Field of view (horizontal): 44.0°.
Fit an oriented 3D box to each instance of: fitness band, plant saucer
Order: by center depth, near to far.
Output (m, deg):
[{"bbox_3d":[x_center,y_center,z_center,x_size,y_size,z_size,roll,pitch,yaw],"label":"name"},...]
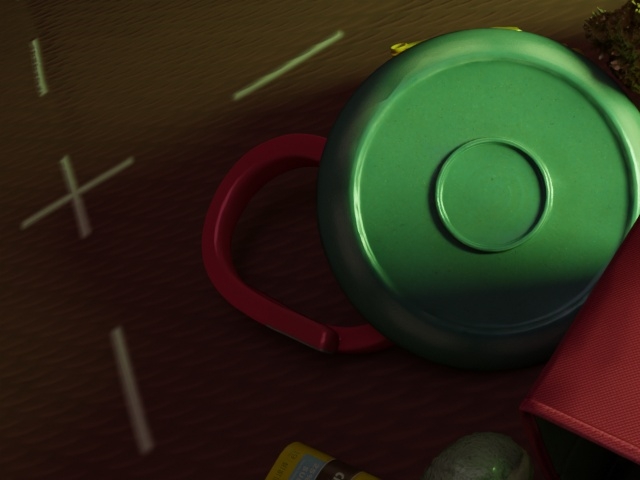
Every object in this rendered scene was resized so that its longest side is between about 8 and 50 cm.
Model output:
[{"bbox_3d":[0.152,-0.039,0.713,0.317,0.044,0.318,0,88,5],"label":"plant saucer"},{"bbox_3d":[0.000,0.000,0.829,0.290,0.054,0.209,23,85,34],"label":"fitness band"}]

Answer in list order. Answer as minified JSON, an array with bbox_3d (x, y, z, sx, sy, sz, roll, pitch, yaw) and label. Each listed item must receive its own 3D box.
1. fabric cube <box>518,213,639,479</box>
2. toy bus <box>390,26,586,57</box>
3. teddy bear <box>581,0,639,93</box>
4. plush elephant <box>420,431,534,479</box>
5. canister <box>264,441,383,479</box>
[{"bbox_3d":[0.317,0.108,0.502,0.254,0.259,0.258,24,67,37],"label":"fabric cube"},{"bbox_3d":[0.179,-0.164,0.867,0.220,0.149,0.211,-7,37,17],"label":"toy bus"},{"bbox_3d":[0.414,-0.189,0.754,0.338,0.113,0.245,-32,58,-31],"label":"teddy bear"},{"bbox_3d":[0.098,0.325,0.425,0.255,0.330,0.271,19,21,38],"label":"plush elephant"},{"bbox_3d":[0.023,0.252,0.654,0.169,0.073,0.126,15,62,34],"label":"canister"}]
